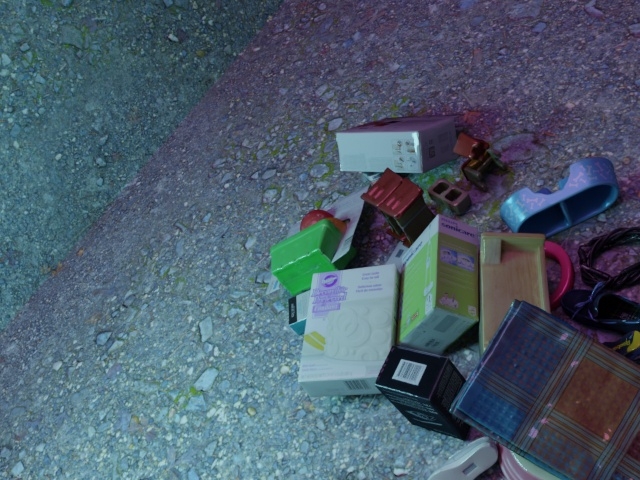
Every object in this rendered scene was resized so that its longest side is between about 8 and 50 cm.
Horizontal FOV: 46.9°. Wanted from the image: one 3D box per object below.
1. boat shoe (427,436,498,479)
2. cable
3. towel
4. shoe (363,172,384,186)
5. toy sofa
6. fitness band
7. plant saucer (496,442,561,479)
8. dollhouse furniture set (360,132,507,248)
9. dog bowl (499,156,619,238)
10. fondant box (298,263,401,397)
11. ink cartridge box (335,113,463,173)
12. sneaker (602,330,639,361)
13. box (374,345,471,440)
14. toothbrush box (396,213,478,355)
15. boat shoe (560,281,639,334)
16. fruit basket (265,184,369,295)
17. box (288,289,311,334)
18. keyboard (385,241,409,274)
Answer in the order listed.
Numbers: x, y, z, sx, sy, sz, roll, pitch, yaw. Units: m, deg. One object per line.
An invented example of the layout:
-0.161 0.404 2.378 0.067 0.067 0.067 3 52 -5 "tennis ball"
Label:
0.305 0.485 1.600 0.184 0.066 0.063 -48 -1 19 "boat shoe"
0.693 0.041 1.713 0.184 0.047 0.150 -14 46 27 "cable"
0.473 0.309 1.413 0.370 0.040 0.271 30 82 17 "towel"
0.180 -0.182 2.318 0.063 0.081 0.178 -22 12 4 "shoe"
0.433 0.162 1.652 0.150 0.177 0.362 1 44 10 "toy sofa"
0.477 0.096 1.830 0.291 0.054 0.209 -10 48 31 "fitness band"
0.512 0.391 1.506 0.332 0.084 0.332 -21 43 21 "plant saucer"
0.320 -0.166 2.062 0.374 0.201 0.152 -45 46 -8 "dollhouse furniture set"
0.598 -0.093 1.832 0.297 0.166 0.074 -27 52 15 "dog bowl"
0.084 0.230 1.900 0.238 0.096 0.330 -8 49 20 "fondant box"
0.255 -0.300 2.275 0.309 0.130 0.272 6 22 42 "ink cartridge box"
0.639 0.236 1.554 0.144 0.059 0.053 137 146 -58 "sneaker"
0.245 0.344 1.664 0.153 0.207 0.108 7 58 41 "box"
0.290 0.113 1.835 0.206 0.122 0.283 123 160 -48 "toothbrush box"
0.633 0.141 1.617 0.258 0.089 0.109 8 62 55 "boat shoe"
0.000 0.000 2.239 0.327 0.165 0.353 -27 20 30 "fruit basket"
0.025 0.178 2.107 0.244 0.060 0.100 -24 42 20 "box"
0.235 0.040 2.109 0.072 0.014 0.256 11 61 49 "keyboard"
